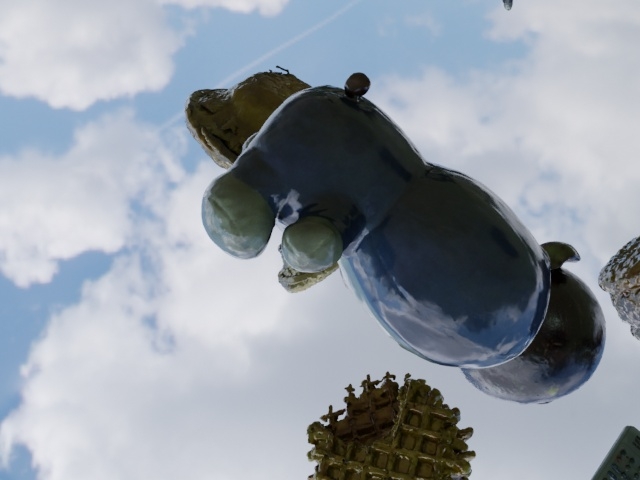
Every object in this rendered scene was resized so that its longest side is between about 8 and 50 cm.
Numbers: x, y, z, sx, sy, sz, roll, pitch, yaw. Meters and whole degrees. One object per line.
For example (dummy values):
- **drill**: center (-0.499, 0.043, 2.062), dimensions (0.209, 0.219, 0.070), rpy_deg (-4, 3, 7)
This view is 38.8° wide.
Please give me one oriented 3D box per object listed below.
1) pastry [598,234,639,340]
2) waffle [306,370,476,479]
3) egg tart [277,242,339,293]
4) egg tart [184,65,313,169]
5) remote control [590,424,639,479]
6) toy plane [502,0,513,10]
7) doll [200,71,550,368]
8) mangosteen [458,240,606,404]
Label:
- **pastry**: center (0.396, 0.033, 0.973), dimensions (0.188, 0.188, 0.103), rpy_deg (-32, -91, -45)
- **waffle**: center (0.075, 0.247, 1.043), dimensions (0.197, 0.070, 0.193), rpy_deg (37, -100, 33)
- **egg tart**: center (0.000, 0.000, 1.433), dimensions (0.191, 0.074, 0.191), rpy_deg (-35, -165, 11)
- **egg tart**: center (-0.038, -0.139, 1.197), dimensions (0.294, 0.116, 0.295), rpy_deg (30, -156, -14)
- **remote control**: center (0.339, 0.271, 1.036), dimensions (0.053, 0.018, 0.124), rpy_deg (44, -112, -4)
- **toy plane**: center (0.184, -0.337, 0.908), dimensions (0.192, 0.262, 0.088), rpy_deg (8, -138, 21)
- **doll**: center (0.053, -0.006, 0.690), dimensions (0.258, 0.154, 0.228), rpy_deg (43, -162, -5)
- **mangosteen**: center (0.357, 0.143, 1.582), dimensions (0.287, 0.288, 0.288), rpy_deg (4, -149, -2)
